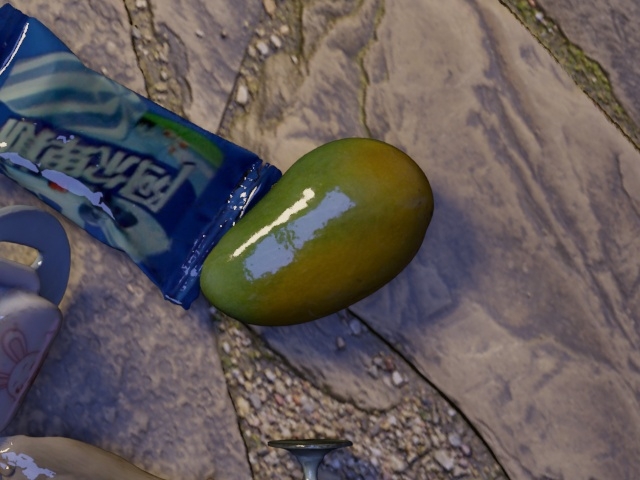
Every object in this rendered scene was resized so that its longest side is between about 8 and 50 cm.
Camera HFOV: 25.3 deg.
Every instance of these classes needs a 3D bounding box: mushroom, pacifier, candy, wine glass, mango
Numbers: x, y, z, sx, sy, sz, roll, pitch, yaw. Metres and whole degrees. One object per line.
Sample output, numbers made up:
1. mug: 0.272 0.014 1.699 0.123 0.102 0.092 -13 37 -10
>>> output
1. mushroom: -0.214 0.256 1.412 0.247 0.096 0.108 20 103 -12
2. pacifier: -0.374 0.077 1.366 0.225 0.238 0.287 27 95 28
3. candy: -0.223 -0.082 1.436 0.331 0.077 0.187 33 79 -8
4. wine glass: -0.010 0.303 1.432 0.093 0.093 0.202 0 85 -6
5. mango: 0.000 0.000 1.428 0.251 0.114 0.156 -39 120 -12
